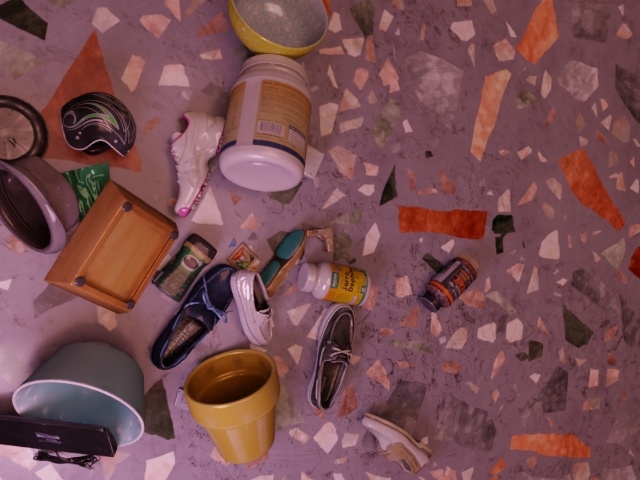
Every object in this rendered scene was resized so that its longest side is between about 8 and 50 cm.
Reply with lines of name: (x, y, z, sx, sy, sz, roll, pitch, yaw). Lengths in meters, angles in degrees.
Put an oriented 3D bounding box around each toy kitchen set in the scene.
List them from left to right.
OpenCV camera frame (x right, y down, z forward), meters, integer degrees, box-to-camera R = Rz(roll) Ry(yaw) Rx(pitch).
toy kitchen set: (0.000, 0.000, 1.689, 0.083, 0.068, 0.075, -7, 94, -22)

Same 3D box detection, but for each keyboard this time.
keyboard: (-0.664, 0.500, 1.373, 0.316, 0.033, 0.202, 7, 127, 2)

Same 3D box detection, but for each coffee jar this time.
coffee jar: (-0.374, 0.073, 1.526, 0.096, 0.079, 0.184, 41, 77, -15)

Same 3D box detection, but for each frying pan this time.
frying pan: (-0.783, -0.327, 1.359, 0.197, 0.053, 0.327, -4, 96, -24)

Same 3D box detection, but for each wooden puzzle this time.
wooden puzzle: (-0.227, 0.054, 1.624, 0.116, 0.014, 0.079, 38, 77, -19)

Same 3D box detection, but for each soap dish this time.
soap dish: (-0.514, 0.029, 1.405, 0.229, 0.118, 0.291, 41, 74, -46)

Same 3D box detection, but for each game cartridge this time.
game cartridge: (-0.373, 0.457, 1.574, 0.083, 0.017, 0.056, 19, 81, -22)

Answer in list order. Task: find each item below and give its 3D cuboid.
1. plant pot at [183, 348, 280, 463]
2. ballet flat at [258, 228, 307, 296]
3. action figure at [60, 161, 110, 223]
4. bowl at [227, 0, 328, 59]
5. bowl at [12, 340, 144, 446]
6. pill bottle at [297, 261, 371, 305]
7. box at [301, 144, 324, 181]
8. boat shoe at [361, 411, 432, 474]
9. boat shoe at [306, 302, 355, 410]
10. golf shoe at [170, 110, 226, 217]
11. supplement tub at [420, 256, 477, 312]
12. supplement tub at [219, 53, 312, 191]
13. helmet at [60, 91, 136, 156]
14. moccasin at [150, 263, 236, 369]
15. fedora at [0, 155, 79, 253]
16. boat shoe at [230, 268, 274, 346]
plant pot: (-0.227, 0.470, 1.526, 0.253, 0.254, 0.239, -18, 113, -22)
ballet flat: (-0.110, 0.069, 1.654, 0.232, 0.080, 0.073, -52, 137, -11)
action figure: (-0.590, -0.076, 1.438, 0.137, 0.063, 0.233, -18, 105, -23)
bowl: (-0.137, -0.608, 1.547, 0.289, 0.156, 0.290, 11, 64, -22)
bowl: (-0.568, 0.365, 1.365, 0.311, 0.311, 0.163, 30, 39, -21)
pill bottle: (0.040, 0.129, 1.684, 0.208, 0.117, 0.118, 13, 87, -22)
box: (-0.062, -0.236, 1.637, 0.101, 0.101, 0.087, 27, 81, -22)
boat shoe: (0.241, 0.664, 1.790, 0.302, 0.113, 0.103, 38, 72, -20)
boat shoe: (0.050, 0.360, 1.695, 0.121, 0.119, 0.336, 14, 86, -23)
golf shoe: (-0.360, -0.216, 1.517, 0.140, 0.115, 0.307, 20, 76, -14)
supplement tub: (0.428, 0.154, 1.858, 0.198, 0.106, 0.106, -42, 106, -16)
supplement tub: (-0.142, -0.316, 1.495, 0.228, 0.228, 0.317, 14, 69, -23)
helmet: (-0.554, -0.290, 1.394, 0.161, 0.169, 0.170, -12, 97, -5)
moccasin: (-0.329, 0.221, 1.529, 0.137, 0.116, 0.342, 36, 77, -20)
fedora: (-0.688, -0.106, 1.332, 0.124, 0.243, 0.276, -49, 118, -45)
boat shoe: (-0.179, 0.200, 1.574, 0.095, 0.084, 0.258, -54, 134, -47)
